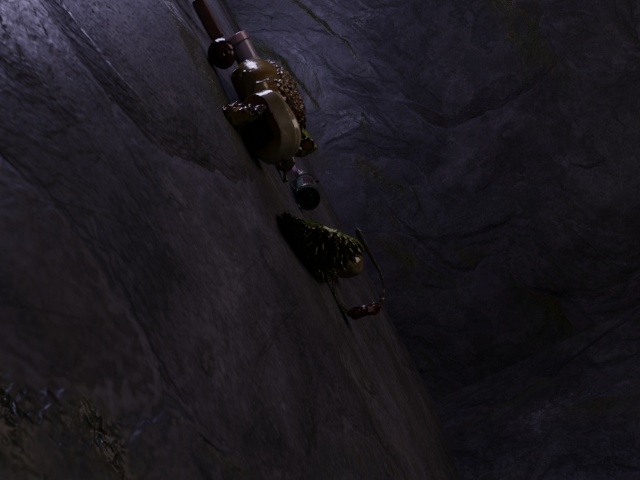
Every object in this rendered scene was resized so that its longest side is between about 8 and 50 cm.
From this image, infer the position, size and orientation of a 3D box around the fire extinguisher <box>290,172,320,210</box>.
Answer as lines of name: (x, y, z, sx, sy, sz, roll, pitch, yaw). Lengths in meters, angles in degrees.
fire extinguisher: (-0.056, -0.204, 2.055, 0.294, 0.118, 0.093, -102, -162, -68)

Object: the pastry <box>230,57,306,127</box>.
pastry: (-0.155, -0.457, 1.728, 0.284, 0.184, 0.315, 60, -4, -13)

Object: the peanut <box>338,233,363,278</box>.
peanut: (0.080, 0.054, 1.969, 0.122, 0.137, 0.253, 11, 29, -19)

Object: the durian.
durian: (0.009, -0.006, 1.505, 0.198, 0.163, 0.394, 63, 12, 23)

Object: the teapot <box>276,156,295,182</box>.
teapot: (-0.133, -0.258, 1.892, 0.080, 0.085, 0.110, 149, -56, -74)

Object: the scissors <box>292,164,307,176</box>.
scissors: (-0.084, -0.297, 2.483, 0.118, 0.030, 0.242, 63, 8, -3)

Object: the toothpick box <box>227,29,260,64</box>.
toothpick box: (-0.344, -0.854, 2.415, 0.149, 0.098, 0.098, 62, 6, -14)

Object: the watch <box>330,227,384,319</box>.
watch: (0.107, 0.114, 1.682, 0.102, 0.164, 0.268, 28, 38, -81)

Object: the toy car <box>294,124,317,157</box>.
toy car: (-0.130, -0.443, 2.232, 0.248, 0.142, 0.200, 47, 14, -33)

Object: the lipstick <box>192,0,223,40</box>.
lipstick: (-0.404, -0.796, 1.927, 0.145, 0.045, 0.045, 61, 4, -5)

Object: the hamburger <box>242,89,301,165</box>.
hamburger: (-0.145, -0.322, 1.528, 0.116, 0.173, 0.210, -14, 72, -54)

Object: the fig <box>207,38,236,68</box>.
fig: (-0.312, -0.571, 1.650, 0.125, 0.089, 0.089, 20, -36, 60)

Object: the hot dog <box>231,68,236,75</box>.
hot dog: (-0.299, -0.580, 1.916, 0.083, 0.035, 0.058, -103, 168, -66)

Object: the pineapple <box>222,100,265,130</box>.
pineapple: (-0.203, -0.341, 1.453, 0.114, 0.114, 0.077, -55, 136, -78)
